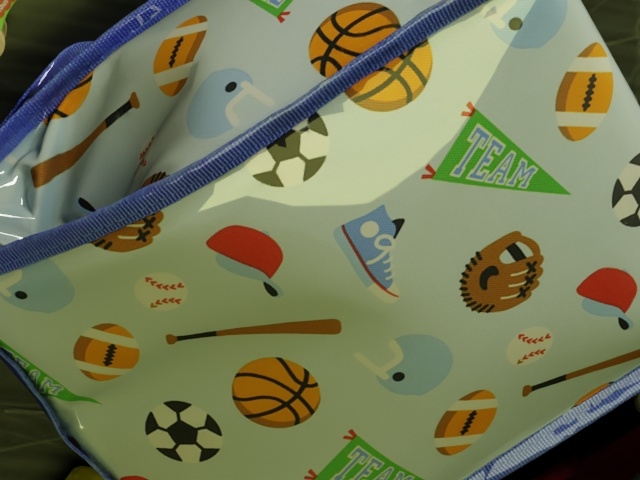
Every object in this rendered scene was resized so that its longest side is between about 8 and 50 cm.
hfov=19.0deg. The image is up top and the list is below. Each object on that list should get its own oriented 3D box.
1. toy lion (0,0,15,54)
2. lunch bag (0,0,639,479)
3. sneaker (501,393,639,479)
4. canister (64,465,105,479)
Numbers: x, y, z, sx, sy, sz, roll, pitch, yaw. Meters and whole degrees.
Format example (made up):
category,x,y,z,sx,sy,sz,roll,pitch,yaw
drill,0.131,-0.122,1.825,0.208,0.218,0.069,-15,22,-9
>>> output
category,x,y,z,sx,sy,sz,roll,pitch,yaw
toy lion,-0.203,-0.168,1.114,0.096,0.034,0.100,34,110,-21
lunch bag,0.000,0.000,1.143,0.385,0.239,0.328,-36,124,3
sneaker,0.305,0.116,1.311,0.482,0.185,0.202,-31,127,6
canister,-0.172,0.253,1.358,0.126,0.073,0.170,29,110,-27
